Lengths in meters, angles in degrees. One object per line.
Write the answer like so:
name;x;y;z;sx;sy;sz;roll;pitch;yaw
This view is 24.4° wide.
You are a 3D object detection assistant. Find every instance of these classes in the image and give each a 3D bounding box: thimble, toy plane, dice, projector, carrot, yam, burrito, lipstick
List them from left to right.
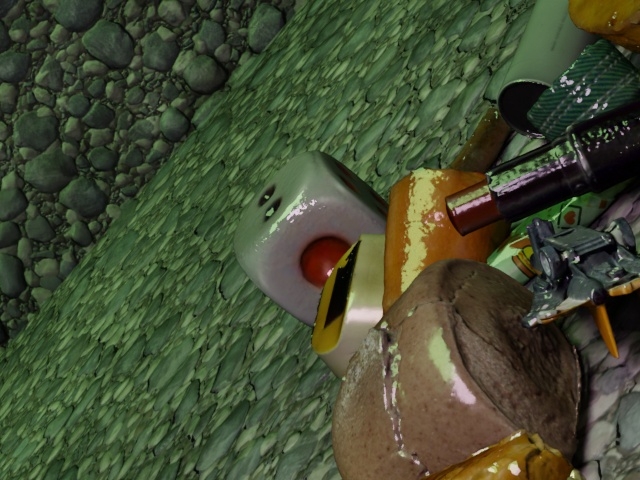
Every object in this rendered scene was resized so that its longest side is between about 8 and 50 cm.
dice;0.000;0.000;2.105;0.194;0.193;0.192;-49;19;13
carrot;0.141;0.038;1.776;0.159;0.159;0.225;-27;41;53
yam;0.190;-0.080;2.016;0.241;0.056;0.057;-58;18;-19
projector;0.331;-0.286;1.986;0.108;0.108;0.338;-30;28;49
lipstick;0.276;-0.083;1.606;0.299;0.081;0.081;-23;24;11
burrito;0.295;-0.054;1.712;0.288;0.054;0.104;-46;16;22
toy plane;0.264;0.024;1.532;0.204;0.103;0.316;-19;16;-6
thimble;0.317;-0.165;1.753;0.135;0.090;0.118;-48;-9;38

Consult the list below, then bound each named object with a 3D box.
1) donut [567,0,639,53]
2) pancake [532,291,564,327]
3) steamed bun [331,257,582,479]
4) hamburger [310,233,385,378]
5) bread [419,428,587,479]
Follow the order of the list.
donut;0.437;-0.338;1.816;0.277;0.108;0.278;-45;19;20
pancake;0.230;0.095;1.631;0.108;0.017;0.108;-45;18;19
steamed bun;0.116;0.159;1.484;0.251;0.199;0.301;-44;21;24
hamburger;0.069;0.084;1.913;0.173;0.116;0.210;-51;18;43
bread;0.129;0.283;1.248;0.148;0.195;0.344;-16;-12;-45
